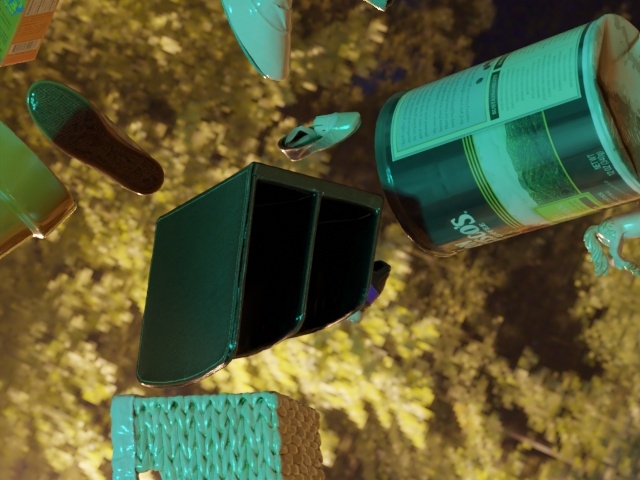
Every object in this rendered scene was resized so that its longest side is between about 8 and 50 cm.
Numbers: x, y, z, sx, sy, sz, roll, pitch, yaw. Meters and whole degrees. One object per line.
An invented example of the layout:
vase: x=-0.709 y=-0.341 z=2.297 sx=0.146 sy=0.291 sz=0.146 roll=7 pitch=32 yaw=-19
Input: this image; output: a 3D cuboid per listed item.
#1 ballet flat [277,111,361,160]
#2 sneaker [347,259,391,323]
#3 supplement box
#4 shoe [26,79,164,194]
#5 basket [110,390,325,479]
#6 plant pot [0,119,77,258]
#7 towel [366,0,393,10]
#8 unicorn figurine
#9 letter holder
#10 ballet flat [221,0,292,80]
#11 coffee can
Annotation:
ballet flat: x=-0.006 y=-0.178 z=2.148 sx=0.168 sy=0.052 sz=0.057 roll=-27 pitch=42 yaw=38
sneaker: x=0.000 y=0.000 z=2.147 sx=0.146 sy=0.293 sz=0.102 roll=-48 pitch=22 yaw=7
supplement box: x=-0.497 y=-0.398 z=2.163 sx=0.080 sy=0.078 sz=0.233 roll=-20 pitch=-22 yaw=-41
shoe: x=-0.309 y=-0.136 z=1.739 sx=0.076 sy=0.219 sz=0.058 roll=-52 pitch=18 yaw=-5
basket: x=-0.147 y=0.403 z=1.989 sx=0.331 sy=0.266 sz=0.329 roll=47 pitch=-144 yaw=-72
plant pot: x=-0.413 y=-0.043 z=1.447 sx=0.188 sy=0.205 sz=0.205 roll=-47 pitch=-18 yaw=-12
towel: x=-0.002 y=-0.458 z=1.475 sx=0.056 sy=0.324 sz=0.312 roll=-42 pitch=-20 yaw=-40
unicorn figurine: x=0.405 y=-0.018 z=1.608 sx=0.161 sy=0.111 sz=0.060 roll=-13 pitch=-36 yaw=-13
letter holder: x=-0.077 y=0.065 z=1.397 sx=0.302 sy=0.152 sz=0.215 roll=-22 pitch=57 yaw=63
ballet flat: x=-0.126 y=-0.487 z=2.310 sx=0.139 sy=0.400 sz=0.139 roll=-24 pitch=-5 yaw=-2
coffee can: x=0.228 y=-0.111 z=1.423 sx=0.201 sy=0.275 sz=0.202 roll=24 pitch=-122 yaw=-45
